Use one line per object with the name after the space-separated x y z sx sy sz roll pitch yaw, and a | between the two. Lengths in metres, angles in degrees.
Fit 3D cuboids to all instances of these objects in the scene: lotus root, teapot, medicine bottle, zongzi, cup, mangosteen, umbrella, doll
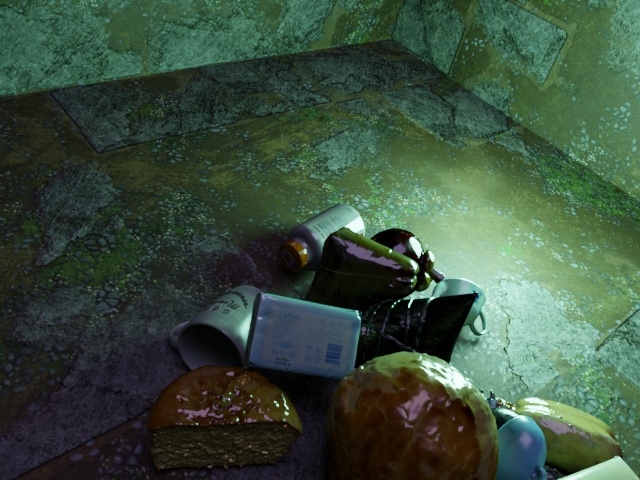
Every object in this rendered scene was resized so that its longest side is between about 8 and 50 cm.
0.601 0.501 1.537 0.342 0.152 0.169 18 20 9 | lotus root
0.421 0.208 1.819 0.231 0.159 0.159 33 38 -15 | teapot
0.000 0.000 1.895 0.157 0.157 0.288 38 45 23 | medicine bottle
0.107 0.144 1.686 0.273 0.300 0.145 26 11 12 | zongzi
-0.265 0.230 1.556 0.257 0.187 0.234 -2 26 22 | cup
0.252 0.079 1.825 0.265 0.228 0.228 13 38 17 | mangosteen
0.546 0.581 1.501 0.188 0.050 0.046 23 62 7 | umbrella
0.236 0.229 1.569 0.383 0.363 0.319 31 24 20 | zongzi
0.437 0.481 1.448 0.141 0.177 0.314 24 8 -26 | doll

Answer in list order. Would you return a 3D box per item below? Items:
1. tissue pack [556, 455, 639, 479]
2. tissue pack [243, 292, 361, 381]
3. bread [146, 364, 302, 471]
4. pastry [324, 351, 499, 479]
0.576 0.692 1.266 0.404 0.205 0.332 -6 41 -26 | tissue pack
-0.043 0.236 1.434 0.263 0.089 0.177 13 79 -16 | tissue pack
-0.222 0.394 1.353 0.339 0.195 0.179 3 36 -18 | bread
0.190 0.438 1.282 0.388 0.389 0.313 18 14 2 | pastry
